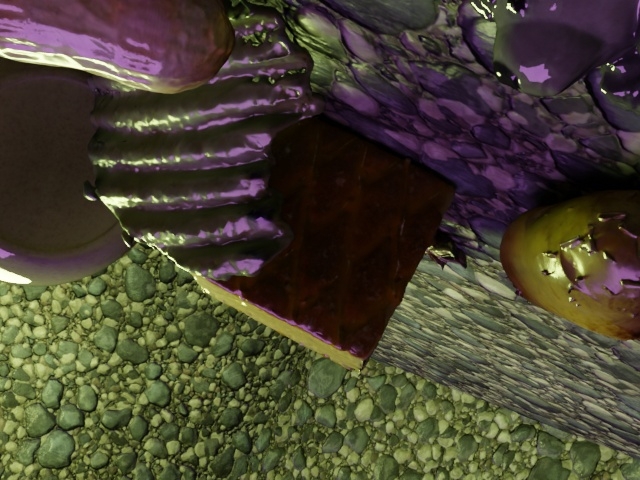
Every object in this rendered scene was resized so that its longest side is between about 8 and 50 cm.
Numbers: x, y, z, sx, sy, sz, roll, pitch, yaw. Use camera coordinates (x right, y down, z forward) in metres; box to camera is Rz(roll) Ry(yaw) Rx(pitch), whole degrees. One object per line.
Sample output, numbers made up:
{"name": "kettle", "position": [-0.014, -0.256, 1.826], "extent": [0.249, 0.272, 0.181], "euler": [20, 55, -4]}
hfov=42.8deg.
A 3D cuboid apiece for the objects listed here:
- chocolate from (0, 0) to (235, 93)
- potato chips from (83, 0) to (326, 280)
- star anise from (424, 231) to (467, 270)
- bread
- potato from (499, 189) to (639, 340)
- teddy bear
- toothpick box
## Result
{"name": "chocolate", "position": [-0.234, -0.223, 0.779], "extent": [0.309, 0.134, 0.134], "euler": [14, 167, 2]}
{"name": "potato chips", "position": [-0.180, -0.158, 0.973], "extent": [0.389, 0.373, 0.097], "euler": [27, -147, 30]}
{"name": "star anise", "position": [0.166, 0.004, 1.285], "extent": [0.141, 0.042, 0.141], "euler": [24, 167, 6]}
{"name": "bread", "position": [0.000, 0.000, 1.116], "extent": [0.279, 0.279, 0.207], "euler": [30, 170, 7]}
{"name": "potato", "position": [0.292, 0.024, 0.848], "extent": [0.173, 0.140, 0.300], "euler": [35, 171, -5]}
{"name": "teddy bear", "position": [0.178, -0.134, 0.467], "extent": [0.251, 0.144, 0.171], "euler": [25, -178, 29]}
{"name": "toothpick box", "position": [-0.478, -0.123, 1.351], "extent": [0.409, 0.408, 0.425], "euler": [35, 171, -25]}
